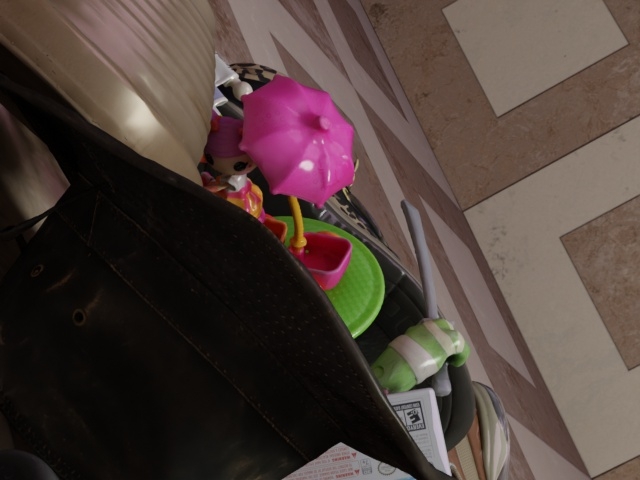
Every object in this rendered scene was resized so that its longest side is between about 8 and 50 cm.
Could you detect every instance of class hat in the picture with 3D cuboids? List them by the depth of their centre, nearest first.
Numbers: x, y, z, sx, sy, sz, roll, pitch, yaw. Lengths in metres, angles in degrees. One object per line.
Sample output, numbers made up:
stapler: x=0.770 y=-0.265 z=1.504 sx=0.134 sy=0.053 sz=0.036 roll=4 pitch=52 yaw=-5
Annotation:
hat: x=-0.086 y=0.064 z=0.677 sx=0.331 sy=0.134 sz=0.331 roll=42 pitch=-12 yaw=11

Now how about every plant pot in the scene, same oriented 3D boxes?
plant pot: x=-0.139 y=-0.124 z=0.770 sx=0.237 sy=0.110 sz=0.237 roll=39 pitch=-10 yaw=8

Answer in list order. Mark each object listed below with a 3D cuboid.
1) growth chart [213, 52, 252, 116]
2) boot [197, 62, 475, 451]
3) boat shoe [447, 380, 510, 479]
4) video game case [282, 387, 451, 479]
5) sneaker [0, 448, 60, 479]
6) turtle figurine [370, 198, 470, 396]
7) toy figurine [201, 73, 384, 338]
growth chart: x=-0.143 y=-0.128 z=0.987 sx=0.172 sy=0.021 sz=0.237 roll=45 pitch=30 yaw=8
boot: x=0.000 y=0.000 z=1.219 sx=0.377 sy=0.138 sz=0.284 roll=47 pitch=14 yaw=-11
boat shoe: x=0.106 y=0.259 z=1.189 sx=0.116 sy=0.123 sz=0.324 roll=17 pitch=41 yaw=-22
video game case: x=0.010 y=0.171 z=0.816 sx=0.019 sy=0.157 sz=0.143 roll=146 pitch=-65 yaw=-66
sneaker: x=-0.088 y=0.217 z=0.476 sx=0.270 sy=0.090 sz=0.145 roll=-100 pitch=165 yaw=-46
turtle figurine: x=0.045 y=0.134 z=0.956 sx=0.266 sy=0.197 sz=0.275 roll=55 pitch=16 yaw=-7
toy figurine: x=-0.039 y=-0.034 z=0.851 sx=0.130 sy=0.173 sz=0.159 roll=-58 pitch=159 yaw=-44
